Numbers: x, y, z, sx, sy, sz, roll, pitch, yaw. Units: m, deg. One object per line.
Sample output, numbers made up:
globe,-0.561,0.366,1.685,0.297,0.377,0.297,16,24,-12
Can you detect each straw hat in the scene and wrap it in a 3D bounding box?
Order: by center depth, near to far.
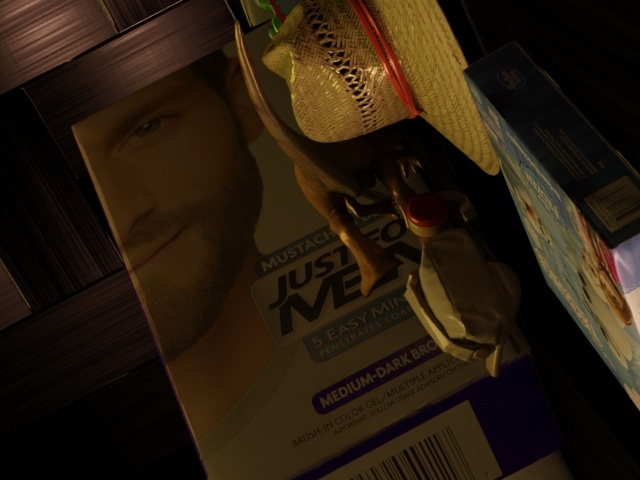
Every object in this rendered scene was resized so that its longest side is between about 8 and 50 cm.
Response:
straw hat,0.012,-0.070,0.573,0.144,0.061,0.144,63,180,0

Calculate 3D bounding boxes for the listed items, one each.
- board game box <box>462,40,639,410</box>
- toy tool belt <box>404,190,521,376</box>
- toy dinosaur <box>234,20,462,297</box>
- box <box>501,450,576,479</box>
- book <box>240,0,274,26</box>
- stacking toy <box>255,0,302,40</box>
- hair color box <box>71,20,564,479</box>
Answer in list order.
board game box,0.076,0.004,0.398,0.090,0.020,0.090,61,180,-39
toy tool belt,0.064,0.022,0.698,0.051,0.052,0.083,77,169,-52
toy dinosaur,0.006,-0.034,0.729,0.112,0.064,0.211,49,-169,10
box,0.105,0.160,0.916,0.101,0.102,0.087,63,178,9
book,-0.072,-0.248,1.178,0.144,0.035,0.096,65,180,-69
stacking toy,-0.039,-0.181,0.771,0.221,0.052,0.167,60,-179,1
hair color box,-0.015,0.019,0.897,0.339,0.185,0.110,61,178,45
